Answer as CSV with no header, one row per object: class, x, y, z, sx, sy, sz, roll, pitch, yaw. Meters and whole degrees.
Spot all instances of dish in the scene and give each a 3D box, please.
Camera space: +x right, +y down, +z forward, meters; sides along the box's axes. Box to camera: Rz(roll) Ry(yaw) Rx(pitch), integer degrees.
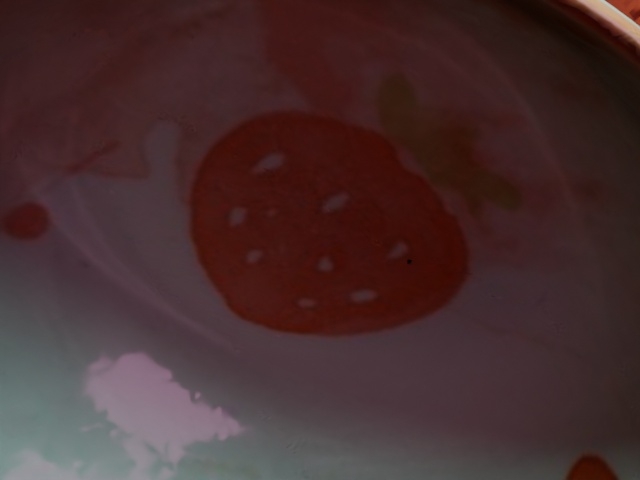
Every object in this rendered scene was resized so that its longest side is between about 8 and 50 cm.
dish,0.000,0.000,0.487,0.260,0.085,0.260,8,131,9
